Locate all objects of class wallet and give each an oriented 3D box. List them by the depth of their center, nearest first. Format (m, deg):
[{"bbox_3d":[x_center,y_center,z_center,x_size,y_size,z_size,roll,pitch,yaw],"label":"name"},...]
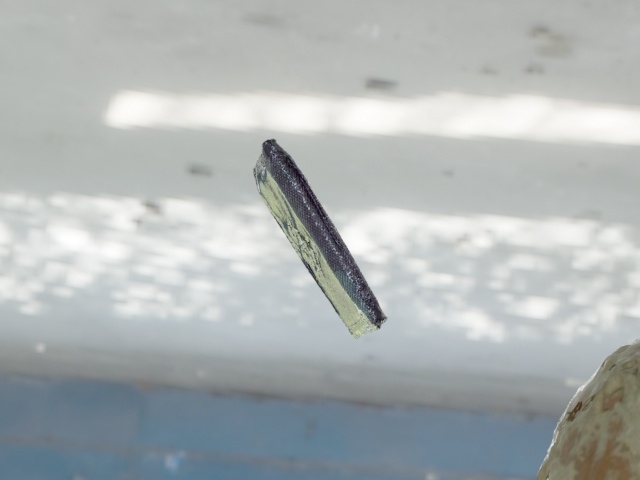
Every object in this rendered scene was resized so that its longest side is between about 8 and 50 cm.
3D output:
[{"bbox_3d":[0.001,-0.001,1.471,0.030,0.166,0.111,-32,177,-10],"label":"wallet"}]

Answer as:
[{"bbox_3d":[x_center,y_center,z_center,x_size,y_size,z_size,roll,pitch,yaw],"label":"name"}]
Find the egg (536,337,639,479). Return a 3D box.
[{"bbox_3d":[0.225,0.157,1.089,0.203,0.245,0.203,15,145,11],"label":"egg"}]
